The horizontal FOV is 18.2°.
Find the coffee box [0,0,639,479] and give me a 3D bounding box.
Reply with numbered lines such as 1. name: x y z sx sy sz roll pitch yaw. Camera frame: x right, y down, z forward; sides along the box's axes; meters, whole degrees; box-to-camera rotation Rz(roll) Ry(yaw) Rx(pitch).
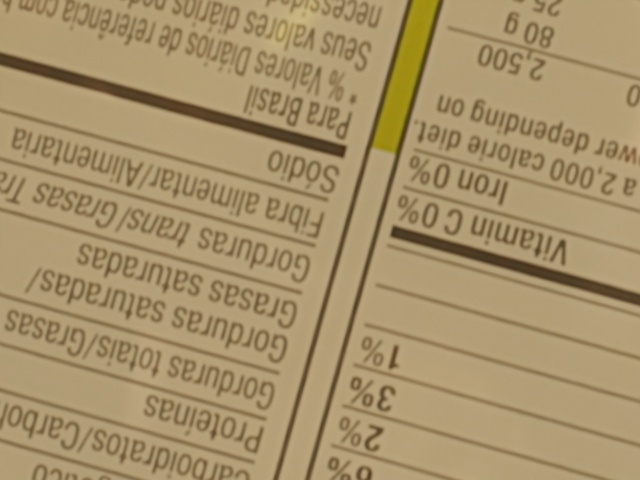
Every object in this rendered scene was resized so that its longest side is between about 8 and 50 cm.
1. coffee box: 0.000 0.000 0.565 0.337 0.338 0.334 68 37 -84
